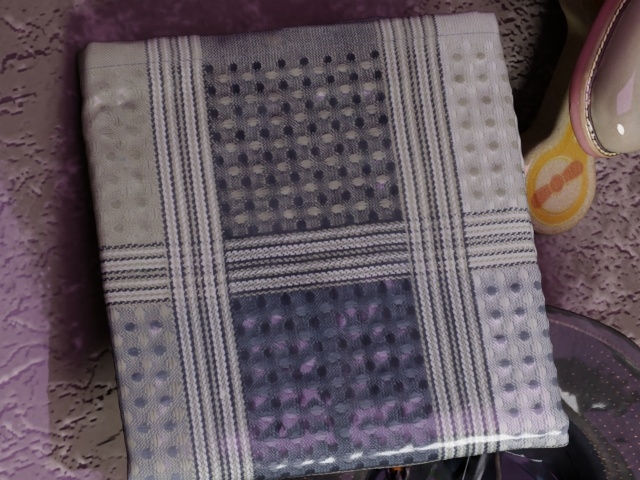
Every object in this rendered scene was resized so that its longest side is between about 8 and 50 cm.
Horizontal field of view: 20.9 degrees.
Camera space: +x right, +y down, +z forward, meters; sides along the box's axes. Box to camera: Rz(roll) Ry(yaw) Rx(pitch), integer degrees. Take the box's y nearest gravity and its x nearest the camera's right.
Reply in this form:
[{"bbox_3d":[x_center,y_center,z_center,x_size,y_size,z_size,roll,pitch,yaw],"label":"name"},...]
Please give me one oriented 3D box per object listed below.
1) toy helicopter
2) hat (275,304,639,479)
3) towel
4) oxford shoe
[{"bbox_3d":[0.244,-0.164,1.384,0.235,0.140,0.355,26,87,-34],"label":"toy helicopter"},{"bbox_3d":[0.110,0.203,1.271,0.331,0.134,0.331,2,80,-12],"label":"hat"},{"bbox_3d":[0.000,0.000,1.205,0.312,0.056,0.324,-5,78,-8],"label":"towel"},{"bbox_3d":[0.323,-0.178,1.268,0.348,0.130,0.123,-43,127,-18],"label":"oxford shoe"}]
